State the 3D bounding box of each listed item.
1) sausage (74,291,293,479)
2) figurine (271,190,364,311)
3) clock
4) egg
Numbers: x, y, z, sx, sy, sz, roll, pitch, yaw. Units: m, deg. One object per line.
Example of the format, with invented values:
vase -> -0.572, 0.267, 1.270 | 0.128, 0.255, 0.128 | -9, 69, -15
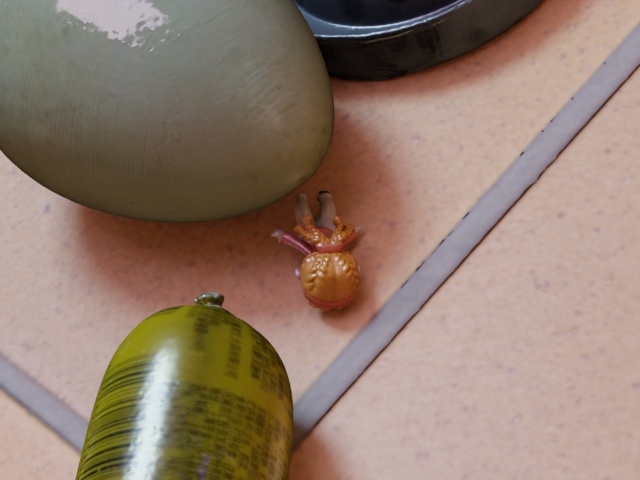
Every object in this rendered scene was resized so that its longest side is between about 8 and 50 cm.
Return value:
sausage -> -0.085, 0.178, 0.844 | 0.123, 0.123, 0.347 | -8, 50, 20
figurine -> 0.000, 0.000, 1.012 | 0.064, 0.047, 0.109 | -3, 40, -7
clock -> 0.067, -0.239, 1.172 | 0.280, 0.055, 0.281 | -13, 48, 15
egg -> -0.117, -0.118, 1.050 | 0.295, 0.218, 0.218 | 31, 69, 25
